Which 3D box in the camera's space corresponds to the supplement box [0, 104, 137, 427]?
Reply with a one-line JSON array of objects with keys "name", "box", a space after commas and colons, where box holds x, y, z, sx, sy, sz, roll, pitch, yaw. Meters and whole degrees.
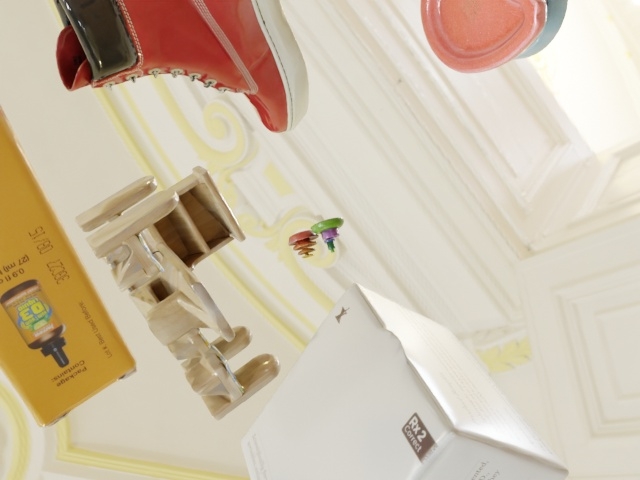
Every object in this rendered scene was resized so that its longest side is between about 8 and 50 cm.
[{"name": "supplement box", "box": [-0.203, 0.009, 0.403, 0.078, 0.080, 0.233, -32, -53, -25]}]

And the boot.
[{"name": "boot", "box": [-0.109, -0.144, 0.515, 0.176, 0.244, 0.088, -39, -121, -9]}]

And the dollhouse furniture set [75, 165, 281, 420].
[{"name": "dollhouse furniture set", "box": [-0.225, 0.036, 1.126, 0.256, 0.394, 0.362, -35, -61, -15]}]

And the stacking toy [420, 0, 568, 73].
[{"name": "stacking toy", "box": [0.187, -0.346, 0.621, 0.130, 0.279, 0.308, -23, -94, -29]}]

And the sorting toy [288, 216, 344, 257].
[{"name": "sorting toy", "box": [0.000, 0.000, 0.940, 0.061, 0.102, 0.042, -7, -103, -50]}]

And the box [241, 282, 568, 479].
[{"name": "box", "box": [0.048, 0.163, 0.479, 0.119, 0.182, 0.181, 28, -166, -28]}]
